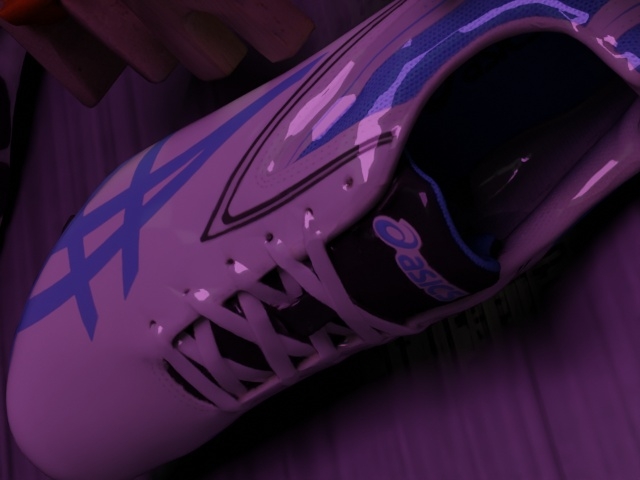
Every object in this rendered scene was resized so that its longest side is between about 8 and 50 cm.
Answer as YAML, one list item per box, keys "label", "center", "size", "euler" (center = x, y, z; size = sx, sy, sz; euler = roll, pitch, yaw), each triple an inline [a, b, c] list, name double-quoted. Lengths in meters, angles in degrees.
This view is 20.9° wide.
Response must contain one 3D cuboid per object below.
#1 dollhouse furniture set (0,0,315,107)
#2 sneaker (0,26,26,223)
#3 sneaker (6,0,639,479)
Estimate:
- label: "dollhouse furniture set"
  center: [-0.006, -0.181, 0.507]
  size: [0.259, 0.135, 0.262]
  euler: [-56, 22, -22]
- label: "sneaker"
  center: [-0.183, -0.058, 0.684]
  size: [0.121, 0.111, 0.300]
  euler: [-12, 51, 45]
- label: "sneaker"
  center: [0.000, 0.000, 0.477]
  size: [0.237, 0.085, 0.086]
  euler: [-37, 26, 19]
